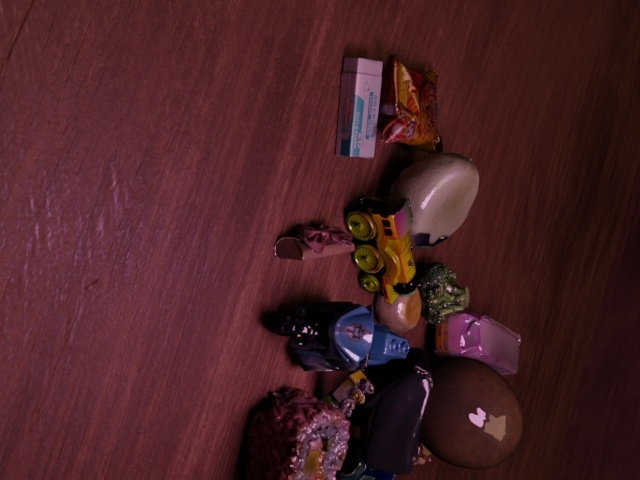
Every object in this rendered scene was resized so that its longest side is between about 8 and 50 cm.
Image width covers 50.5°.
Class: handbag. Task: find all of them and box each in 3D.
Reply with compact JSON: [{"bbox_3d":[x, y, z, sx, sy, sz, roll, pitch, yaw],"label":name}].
[{"bbox_3d":[0.177,0.406,1.728,0.302,0.178,0.275,-51,148,-82],"label":"handbag"}]

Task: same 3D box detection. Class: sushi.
[{"bbox_3d":[-0.055,0.479,1.526,0.236,0.171,0.270,8,96,-52],"label":"sushi"}]

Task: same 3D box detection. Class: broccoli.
[{"bbox_3d":[0.335,0.150,1.915,0.195,0.156,0.195,-38,135,-52],"label":"broccoli"}]

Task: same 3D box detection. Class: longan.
[{"bbox_3d":[0.407,0.483,1.907,0.319,0.319,0.319,-18,114,-47],"label":"longan"}]

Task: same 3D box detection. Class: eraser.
[{"bbox_3d":[0.090,-0.304,1.573,0.095,0.052,0.225,-7,107,-47],"label":"eraser"}]

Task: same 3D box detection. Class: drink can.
[{"bbox_3d":[0.117,0.596,1.809,0.205,0.118,0.118,37,71,-50],"label":"drink can"}]

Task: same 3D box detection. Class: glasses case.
[{"bbox_3d":[0.000,0.000,1.511,0.193,0.102,0.070,-9,101,-49],"label":"glasses case"}]

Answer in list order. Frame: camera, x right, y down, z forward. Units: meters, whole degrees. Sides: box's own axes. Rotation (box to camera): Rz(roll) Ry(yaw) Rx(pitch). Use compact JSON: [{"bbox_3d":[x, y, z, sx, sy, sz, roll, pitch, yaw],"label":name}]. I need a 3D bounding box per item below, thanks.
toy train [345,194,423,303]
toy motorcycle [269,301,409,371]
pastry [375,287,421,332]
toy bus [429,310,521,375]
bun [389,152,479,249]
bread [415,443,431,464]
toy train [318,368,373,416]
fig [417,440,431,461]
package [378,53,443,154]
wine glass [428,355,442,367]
[{"bbox_3d":[0.163,0.024,1.673,0.100,0.160,0.296,-47,133,-41],"label":"toy train"},{"bbox_3d":[0.075,0.230,1.561,0.416,0.232,0.172,27,68,-51],"label":"toy motorcycle"},{"bbox_3d":[0.216,0.172,1.833,0.156,0.092,0.156,-21,115,-54],"label":"pastry"},{"bbox_3d":[0.495,0.317,2.125,0.386,0.162,0.171,27,60,-50],"label":"toy bus"},{"bbox_3d":[0.271,-0.119,1.761,0.283,0.179,0.283,-32,144,-28],"label":"bun"},{"bbox_3d":[0.315,0.585,2.092,0.139,0.060,0.178,-35,125,-40],"label":"bread"},{"bbox_3d":[0.051,0.384,1.634,0.060,0.081,0.202,-17,150,-49],"label":"toy train"},{"bbox_3d":[0.244,0.576,1.945,0.119,0.153,0.119,17,65,-41],"label":"fig"},{"bbox_3d":[0.220,-0.337,1.687,0.288,0.108,0.223,0,95,-58],"label":"package"},{"bbox_3d":[0.388,0.459,2.144,0.074,0.074,0.262,-50,132,-30],"label":"wine glass"}]
